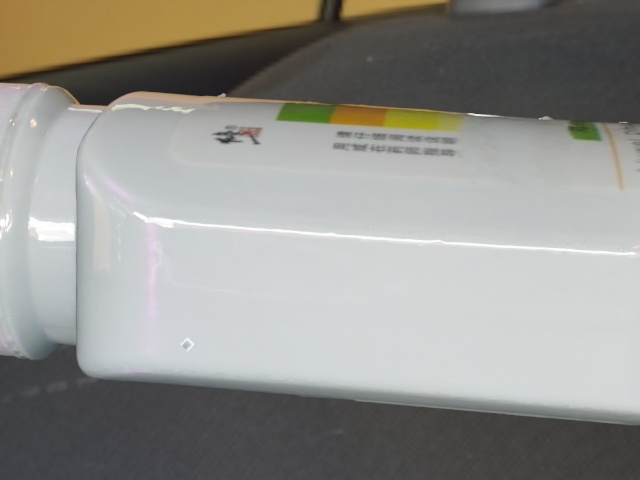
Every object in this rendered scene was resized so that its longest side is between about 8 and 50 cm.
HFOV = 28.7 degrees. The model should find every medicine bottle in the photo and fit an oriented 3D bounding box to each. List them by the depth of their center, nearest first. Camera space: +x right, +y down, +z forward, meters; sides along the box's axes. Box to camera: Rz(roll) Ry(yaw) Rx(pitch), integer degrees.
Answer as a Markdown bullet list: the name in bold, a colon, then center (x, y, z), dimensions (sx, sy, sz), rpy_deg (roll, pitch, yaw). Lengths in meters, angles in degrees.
- **medicine bottle**: center (0.000, 0.000, 0.474), dimensions (0.296, 0.111, 0.161), rpy_deg (3, 14, 7)
